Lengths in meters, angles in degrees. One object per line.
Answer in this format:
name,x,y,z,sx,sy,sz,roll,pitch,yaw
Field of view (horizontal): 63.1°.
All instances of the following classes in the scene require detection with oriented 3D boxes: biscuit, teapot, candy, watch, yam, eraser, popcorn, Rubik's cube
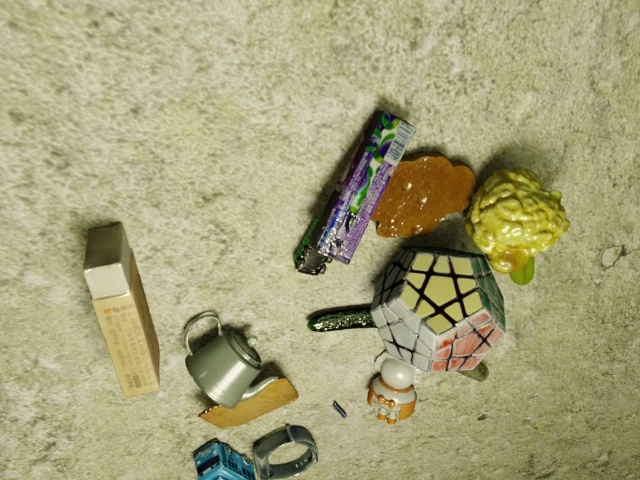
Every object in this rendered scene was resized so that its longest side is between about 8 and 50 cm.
biscuit,-0.176,0.429,1.350,0.231,0.013,0.237,-23,149,-4
biscuit,0.210,-0.099,1.163,0.290,0.041,0.209,-10,125,-14
teapot,-0.208,0.269,1.200,0.149,0.162,0.239,-43,101,1
candy,0.082,-0.107,1.047,0.088,0.061,0.313,24,96,-28
watch,-0.100,0.627,1.538,0.192,0.068,0.207,-14,131,-16
yam,0.404,0.359,1.552,0.274,0.061,0.061,29,109,-34
eraser,-0.389,0.147,1.038,0.078,0.144,0.344,-10,126,-13
popcorn,0.432,-0.039,1.190,0.205,0.237,0.252,32,144,7
Rubik's cube,0.274,0.154,1.223,0.318,0.319,0.265,3,96,-23

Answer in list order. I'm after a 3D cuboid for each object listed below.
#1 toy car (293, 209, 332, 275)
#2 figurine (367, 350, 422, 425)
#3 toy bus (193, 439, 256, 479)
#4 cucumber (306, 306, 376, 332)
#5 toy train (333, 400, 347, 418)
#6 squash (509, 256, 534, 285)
toy car,0.000,0.000,1.137,0.071,0.063,0.165,15,117,-30
figurine,0.207,0.401,1.459,0.143,0.143,0.272,-9,128,-15
toy bus,-0.264,0.646,1.460,0.090,0.106,0.185,-34,129,7
cucumber,0.067,0.201,1.308,0.214,0.058,0.052,-2,158,-17
toy train,0.055,0.499,1.538,0.017,0.017,0.083,-27,129,8
squash,0.527,0.034,1.370,0.066,0.066,0.201,-20,121,-7
